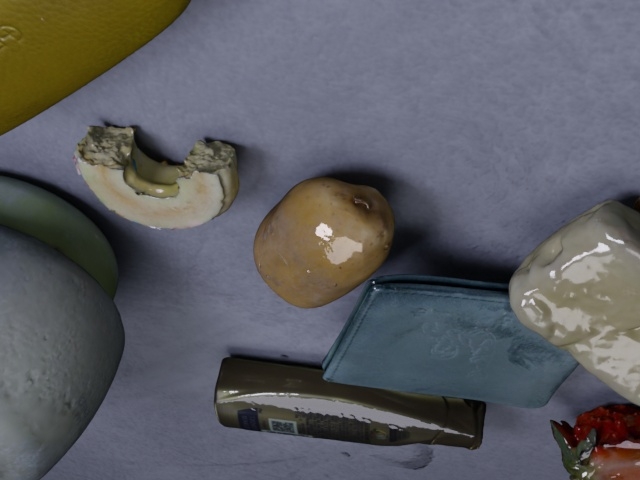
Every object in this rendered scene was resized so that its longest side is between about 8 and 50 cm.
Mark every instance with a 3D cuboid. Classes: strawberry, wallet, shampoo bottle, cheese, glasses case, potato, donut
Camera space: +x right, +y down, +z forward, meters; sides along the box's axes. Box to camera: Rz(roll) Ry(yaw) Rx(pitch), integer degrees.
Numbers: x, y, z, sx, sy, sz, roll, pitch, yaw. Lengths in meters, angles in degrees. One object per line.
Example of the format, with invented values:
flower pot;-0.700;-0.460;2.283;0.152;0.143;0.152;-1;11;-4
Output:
strawberry;0.415;0.260;1.306;0.228;0.098;0.174;-14;122;15
wallet;0.165;0.110;1.174;0.291;0.054;0.251;8;146;-10
shampoo bottle;-0.386;0.112;1.160;0.323;0.317;0.322;8;147;5
cheese;0.325;0.075;1.021;0.263;0.093;0.159;37;132;-11
shampoo bottle;0.040;0.221;1.375;0.350;0.084;0.125;5;146;10
glasses case;-0.260;-0.192;0.855;0.371;0.141;0.173;-21;132;38
potato;0.000;0.000;1.059;0.118;0.109;0.178;35;138;-17
donut;-0.159;-0.064;1.063;0.166;0.065;0.108;6;144;8

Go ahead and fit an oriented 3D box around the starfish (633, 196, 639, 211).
starfish;0.411;0.008;1.004;0.241;0.043;0.227;22;142;-3
